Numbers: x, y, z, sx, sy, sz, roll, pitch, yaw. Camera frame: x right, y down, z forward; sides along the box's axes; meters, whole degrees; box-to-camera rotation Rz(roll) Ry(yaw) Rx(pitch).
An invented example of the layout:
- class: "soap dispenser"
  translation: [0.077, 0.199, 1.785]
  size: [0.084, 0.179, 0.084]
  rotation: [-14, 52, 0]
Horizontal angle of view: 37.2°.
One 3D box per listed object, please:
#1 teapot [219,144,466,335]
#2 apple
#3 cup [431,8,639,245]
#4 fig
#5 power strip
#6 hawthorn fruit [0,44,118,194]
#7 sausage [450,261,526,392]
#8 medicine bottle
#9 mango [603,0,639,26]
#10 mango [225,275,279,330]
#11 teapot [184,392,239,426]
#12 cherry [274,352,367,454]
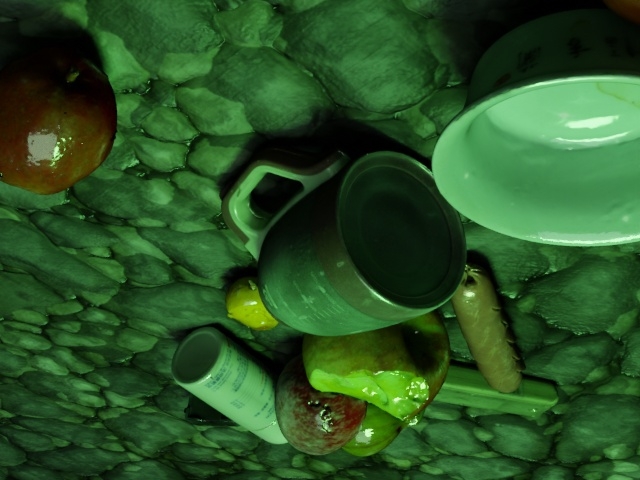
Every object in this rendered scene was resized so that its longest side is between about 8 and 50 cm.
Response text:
- class: "teapot"
  translation: [0.000, 0.000, 1.384]
  size: [0.315, 0.233, 0.312]
  rotation: [51, 139, -9]
- class: "apple"
  translation: [0.087, 0.187, 1.591]
  size: [0.246, 0.246, 0.226]
  rotation: [30, 141, -31]
- class: "cup"
  translation: [0.309, -0.144, 1.111]
  size: [0.347, 0.163, 0.347]
  rotation: [7, 151, 4]
- class: "fig"
  translation: [0.117, 0.378, 1.969]
  size: [0.186, 0.148, 0.142]
  rotation: [11, 107, 21]
- class: "power strip"
  translation: [0.272, 0.281, 1.870]
  size: [0.387, 0.066, 0.092]
  rotation: [11, 148, -9]
- class: "hawthorn fruit"
  translation: [-0.343, -0.160, 1.217]
  size: [0.185, 0.185, 0.202]
  rotation: [23, 139, -23]
- class: "sausage"
  translation: [0.296, 0.168, 1.670]
  size: [0.088, 0.088, 0.433]
  rotation: [-7, 144, 20]
- class: "medicine bottle"
  translation: [-0.147, 0.305, 1.923]
  size: [0.130, 0.130, 0.341]
  rotation: [-15, 141, 30]
- class: "mango"
  translation: [0.421, -0.278, 0.934]
  size: [0.289, 0.129, 0.146]
  rotation: [-12, 150, 16]
- class: "mango"
  translation: [-0.113, 0.115, 1.690]
  size: [0.101, 0.066, 0.187]
  rotation: [-7, 150, 7]
- class: "teapot"
  translation: [-0.219, 0.368, 2.075]
  size: [0.177, 0.087, 0.096]
  rotation: [-1, 150, 12]
- class: "cherry"
  translation: [-0.002, 0.326, 1.853]
  size: [0.192, 0.175, 0.249]
  rotation: [31, 133, 21]
